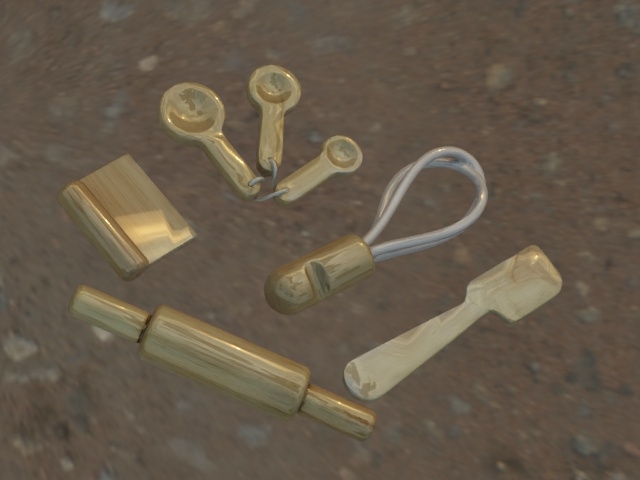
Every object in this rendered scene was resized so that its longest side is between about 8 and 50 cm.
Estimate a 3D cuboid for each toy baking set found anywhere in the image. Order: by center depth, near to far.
[{"bbox_3d":[-0.004,0.005,0.948,0.256,0.030,0.196,27,60,-1],"label":"toy baking set"}]
